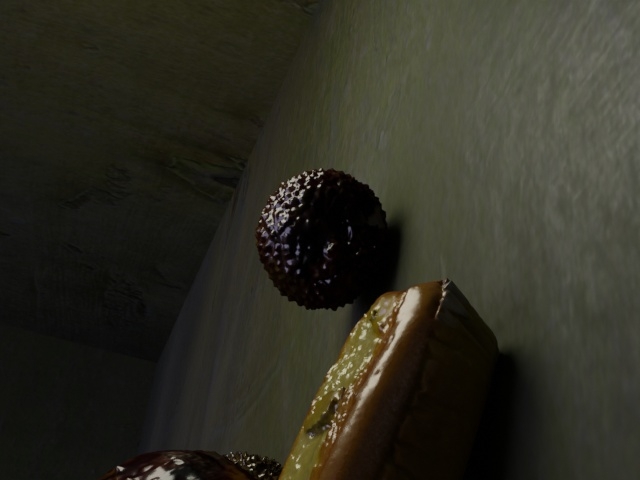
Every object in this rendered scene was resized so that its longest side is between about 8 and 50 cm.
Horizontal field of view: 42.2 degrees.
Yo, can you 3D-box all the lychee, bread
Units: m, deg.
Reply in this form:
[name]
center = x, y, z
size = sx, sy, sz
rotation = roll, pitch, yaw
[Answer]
[lychee]
center = 0.000, 0.000, 1.072
size = 0.188, 0.188, 0.188
rotation = -163, 90, -76
[bread]
center = 0.048, 0.173, 0.674
size = 0.152, 0.119, 0.288
rotation = -32, 28, 58

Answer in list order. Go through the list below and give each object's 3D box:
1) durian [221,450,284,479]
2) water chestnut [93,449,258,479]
[durian]
center = -0.099, 0.375, 1.101
size = 0.196, 0.167, 0.196
rotation = 5, 96, 57
[water chestnut]
center = -0.122, 0.381, 0.903
size = 0.350, 0.302, 0.350
rotation = 24, 123, 43
